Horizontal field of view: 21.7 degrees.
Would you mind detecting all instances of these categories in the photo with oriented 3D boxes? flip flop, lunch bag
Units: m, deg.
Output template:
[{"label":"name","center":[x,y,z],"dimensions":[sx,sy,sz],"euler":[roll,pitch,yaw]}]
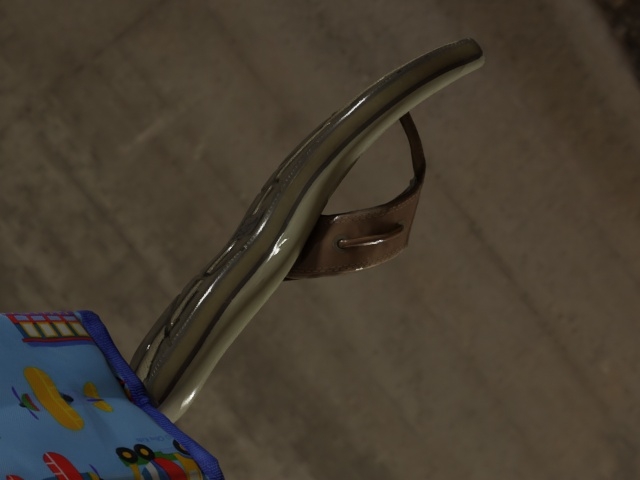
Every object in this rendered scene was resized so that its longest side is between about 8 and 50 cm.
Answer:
[{"label":"flip flop","center":[0.000,0.000,0.920],"dimensions":[0.080,0.277,0.112],"euler":[40,169,-7]},{"label":"lunch bag","center":[-0.225,0.185,0.830],"dimensions":[0.221,0.293,0.138],"euler":[2,-141,-52]}]
